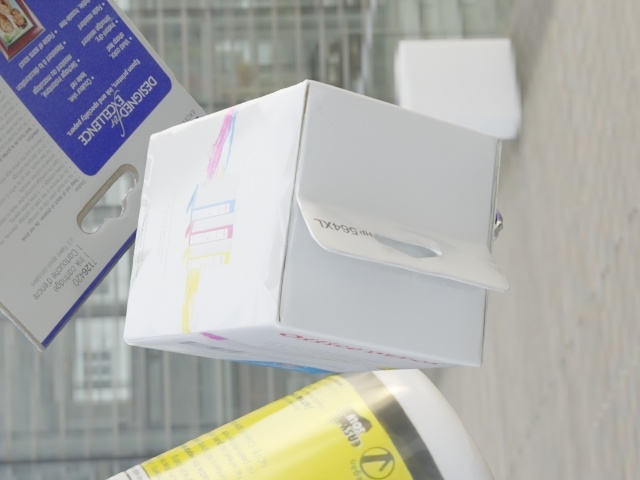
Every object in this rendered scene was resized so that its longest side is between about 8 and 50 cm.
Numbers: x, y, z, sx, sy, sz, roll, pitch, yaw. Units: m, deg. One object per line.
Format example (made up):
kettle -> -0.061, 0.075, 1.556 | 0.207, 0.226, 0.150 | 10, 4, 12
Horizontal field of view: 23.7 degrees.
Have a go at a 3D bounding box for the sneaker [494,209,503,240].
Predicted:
sneaker -> 0.025, -0.002, 1.465 | 0.102, 0.293, 0.146 | 77, 170, -83

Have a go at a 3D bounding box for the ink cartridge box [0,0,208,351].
ink cartridge box -> -0.267, -0.110, 1.291 | 0.307, 0.072, 0.303 | 52, -132, -20

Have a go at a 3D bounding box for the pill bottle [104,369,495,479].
pill bottle -> -0.064, 0.213, 0.877 | 0.188, 0.334, 0.188 | 60, 166, 25

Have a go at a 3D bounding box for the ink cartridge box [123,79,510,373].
ink cartridge box -> 0.000, 0.000, 0.585 | 0.143, 0.092, 0.090 | -10, 70, 57
